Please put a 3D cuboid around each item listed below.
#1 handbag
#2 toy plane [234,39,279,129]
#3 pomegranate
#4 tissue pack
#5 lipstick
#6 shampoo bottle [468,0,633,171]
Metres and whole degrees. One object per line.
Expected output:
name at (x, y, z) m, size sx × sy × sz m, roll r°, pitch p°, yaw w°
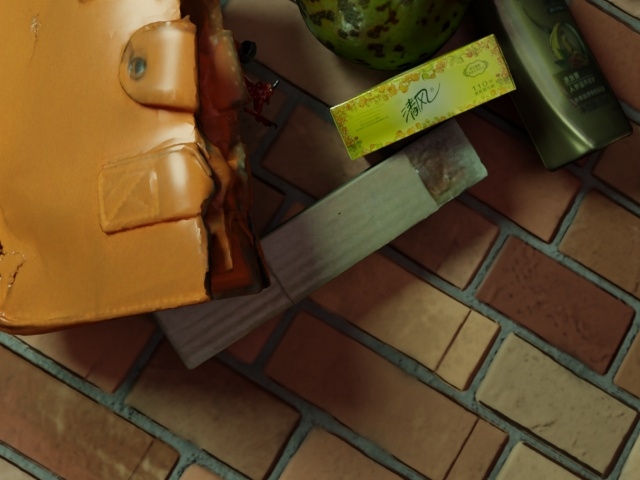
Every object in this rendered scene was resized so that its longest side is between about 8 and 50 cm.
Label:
handbag at (-0.210, -0.127, 0.611) m, size 0.304 × 0.116 × 0.409 m, roll -12°, pitch 84°, yaw 28°
toy plane at (-0.105, -0.183, 0.674) m, size 0.126 × 0.194 × 0.077 m, roll 25°, pitch 104°, yaw -25°
pomegranate at (0.056, -0.298, 0.687) m, size 0.198 × 0.198 × 0.246 m, roll -19°, pitch 59°, yaw -6°
tissue pack at (0.105, -0.149, 0.684) m, size 0.176 × 0.095 × 0.062 m, roll -23°, pitch 97°, yaw 14°
lipstick at (0.000, 0.000, 0.697) m, size 0.372 × 0.076 × 0.079 m, roll -32°, pitch 96°, yaw -8°
shampoo bottle at (0.226, -0.253, 0.736) m, size 0.126 × 0.084 × 0.350 m, roll -22°, pitch 84°, yaw -35°
